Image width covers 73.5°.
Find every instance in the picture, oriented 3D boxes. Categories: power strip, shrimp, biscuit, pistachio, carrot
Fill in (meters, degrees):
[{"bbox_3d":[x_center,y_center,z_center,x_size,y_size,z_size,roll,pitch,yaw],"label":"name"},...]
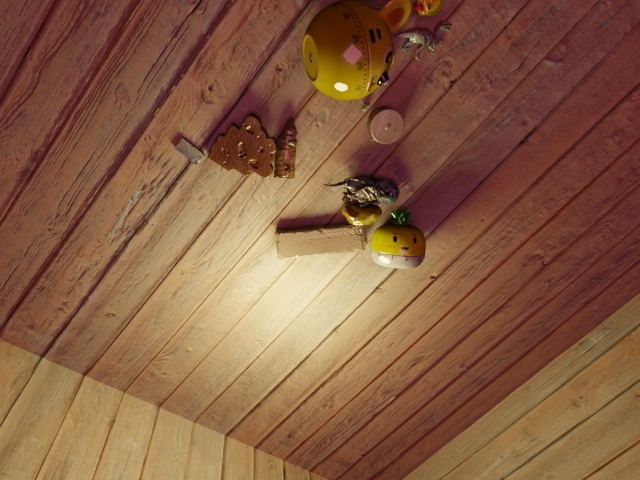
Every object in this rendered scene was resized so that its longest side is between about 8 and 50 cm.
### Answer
[{"bbox_3d":[0.283,-0.498,1.848,0.154,0.078,0.154,-3,117,-7],"label":"power strip"},{"bbox_3d":[0.201,-0.222,1.923,0.372,0.172,0.137,-8,94,-22],"label":"shrimp"},{"bbox_3d":[-0.333,-0.391,1.814,0.302,0.043,0.278,-5,115,6],"label":"biscuit"},{"bbox_3d":[0.194,-0.120,2.009,0.189,0.110,0.100,0,98,10],"label":"pistachio"},{"bbox_3d":[-0.141,-0.395,1.838,0.102,0.102,0.263,6,112,-12],"label":"carrot"},{"bbox_3d":[0.000,0.000,2.045,0.426,0.078,0.144,-5,97,-6],"label":"biscuit"}]

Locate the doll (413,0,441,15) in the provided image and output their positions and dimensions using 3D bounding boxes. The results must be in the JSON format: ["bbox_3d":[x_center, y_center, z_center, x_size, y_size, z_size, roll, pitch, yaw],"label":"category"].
[{"bbox_3d":[0.420,-0.950,1.616,0.134,0.106,0.186,-2,118,-20],"label":"doll"}]

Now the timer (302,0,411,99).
[{"bbox_3d":[0.140,-0.700,1.577,0.387,0.376,0.376,-19,120,-15],"label":"timer"}]

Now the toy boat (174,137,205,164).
[{"bbox_3d":[-0.554,-0.377,1.816,0.115,0.016,0.063,39,106,-24],"label":"toy boat"}]

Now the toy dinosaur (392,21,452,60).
[{"bbox_3d":[0.389,-0.817,1.712,0.242,0.053,0.167,14,113,-15],"label":"toy dinosaur"}]

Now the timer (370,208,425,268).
[{"bbox_3d":[0.370,-0.019,2.023,0.285,0.285,0.285,-4,118,-7],"label":"timer"}]

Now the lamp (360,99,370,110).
[{"bbox_3d":[0.134,-0.625,1.790,0.050,0.056,0.198,-39,105,13],"label":"lamp"}]
